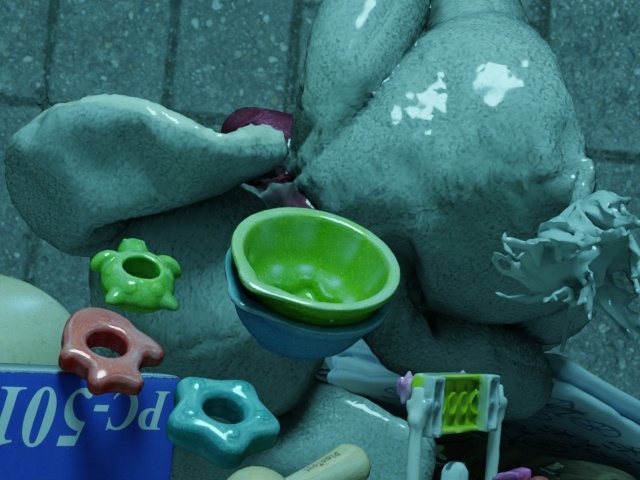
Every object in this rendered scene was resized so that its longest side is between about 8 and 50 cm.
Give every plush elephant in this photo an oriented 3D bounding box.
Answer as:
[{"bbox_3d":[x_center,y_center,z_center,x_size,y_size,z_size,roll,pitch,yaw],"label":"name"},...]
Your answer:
[{"bbox_3d":[0.000,0.000,0.824,0.255,0.271,0.330,-16,17,1],"label":"plush elephant"}]

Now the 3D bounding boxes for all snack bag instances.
[{"bbox_3d":[0.107,0.126,1.173,0.343,0.037,0.323,3,-18,42],"label":"snack bag"}]

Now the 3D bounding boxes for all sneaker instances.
[{"bbox_3d":[0.094,0.136,0.901,0.188,0.066,0.071,5,-3,-11],"label":"sneaker"}]

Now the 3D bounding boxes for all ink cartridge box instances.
[{"bbox_3d":[-0.146,0.091,0.610,0.207,0.097,0.046,6,-2,-45],"label":"ink cartridge box"}]

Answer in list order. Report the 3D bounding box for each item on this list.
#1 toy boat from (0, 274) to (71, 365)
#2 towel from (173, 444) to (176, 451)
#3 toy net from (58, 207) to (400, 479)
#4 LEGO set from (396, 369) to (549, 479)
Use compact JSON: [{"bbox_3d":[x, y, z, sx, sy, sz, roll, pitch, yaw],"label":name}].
[{"bbox_3d":[-0.257,0.084,0.978,0.268,0.148,0.318,0,6,0],"label":"toy boat"},{"bbox_3d":[-0.027,0.142,1.071,0.187,0.049,0.282,6,-2,27],"label":"towel"},{"bbox_3d":[-0.035,0.062,0.595,0.122,0.045,0.232,13,33,-7],"label":"toy net"},{"bbox_3d":[0.074,0.105,0.604,0.132,0.107,0.287,5,-2,5],"label":"LEGO set"}]
